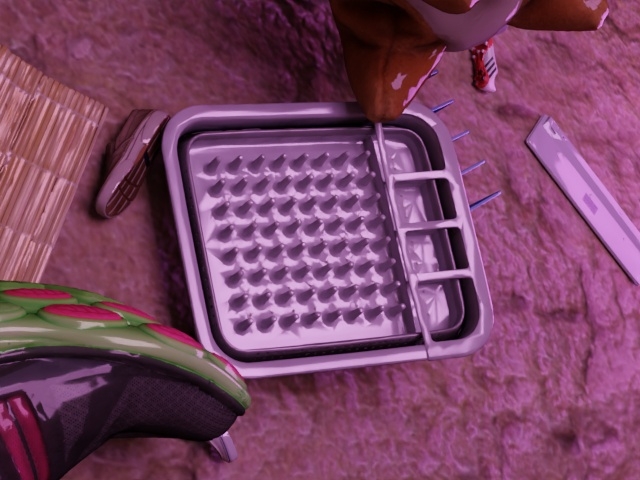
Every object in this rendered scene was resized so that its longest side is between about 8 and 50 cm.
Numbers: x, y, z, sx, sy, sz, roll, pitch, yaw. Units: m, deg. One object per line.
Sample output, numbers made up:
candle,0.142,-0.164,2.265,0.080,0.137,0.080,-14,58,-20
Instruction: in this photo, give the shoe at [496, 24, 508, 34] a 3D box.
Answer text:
shoe,0.175,-0.330,1.835,0.178,0.063,0.081,20,56,-42

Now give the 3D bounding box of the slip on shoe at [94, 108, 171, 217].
slip on shoe,-0.191,-0.078,1.384,0.041,0.051,0.135,19,57,12

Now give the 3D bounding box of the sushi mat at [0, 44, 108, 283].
sushi mat,-0.297,-0.024,1.241,0.151,0.019,0.316,34,58,-29

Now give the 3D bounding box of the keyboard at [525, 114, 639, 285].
keyboard,0.362,-0.054,1.911,0.256,0.014,0.072,50,50,-12

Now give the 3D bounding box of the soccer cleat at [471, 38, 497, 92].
soccer cleat,0.215,-0.229,1.847,0.035,0.029,0.083,27,56,-42

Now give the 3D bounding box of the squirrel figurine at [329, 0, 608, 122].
squirrel figurine,0.103,-0.391,1.417,0.370,0.281,0.397,73,-2,-57

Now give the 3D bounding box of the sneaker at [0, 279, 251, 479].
sneaker,-0.274,0.142,1.120,0.482,0.185,0.202,1,102,-38

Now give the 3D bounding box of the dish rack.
dish rack,0.000,0.000,1.455,0.333,0.072,0.286,-4,73,-28

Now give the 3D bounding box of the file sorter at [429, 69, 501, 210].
file sorter,0.111,-0.094,1.626,0.118,0.104,0.170,-28,90,-47

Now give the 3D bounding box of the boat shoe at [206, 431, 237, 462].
boat shoe,-0.116,0.171,1.339,0.035,0.035,0.100,-35,100,-19
